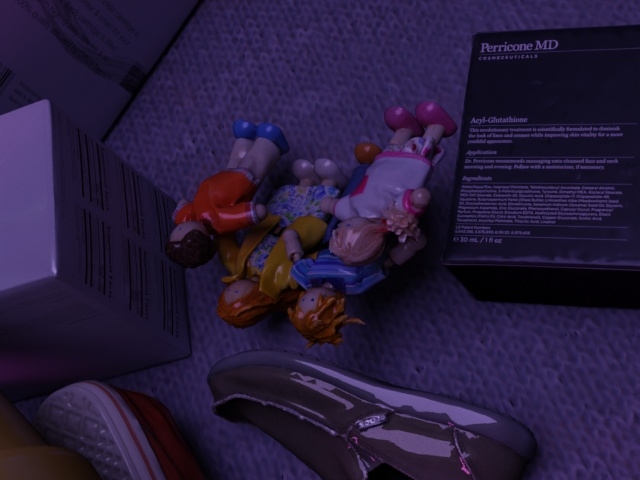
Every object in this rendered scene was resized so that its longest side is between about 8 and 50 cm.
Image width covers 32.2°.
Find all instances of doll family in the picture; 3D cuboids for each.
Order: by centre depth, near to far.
[{"bbox_3d":[0.000,0.000,0.832,0.263,0.118,0.163,-2,49,43],"label":"doll family"}]

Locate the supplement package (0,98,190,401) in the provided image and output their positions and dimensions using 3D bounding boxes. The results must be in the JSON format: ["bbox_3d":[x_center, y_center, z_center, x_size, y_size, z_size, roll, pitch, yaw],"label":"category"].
[{"bbox_3d":[-0.238,0.020,0.888,0.194,0.203,0.149,-16,64,16],"label":"supplement package"}]

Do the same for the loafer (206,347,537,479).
[{"bbox_3d":[0.023,0.142,0.790,0.251,0.094,0.087,10,70,26],"label":"loafer"}]

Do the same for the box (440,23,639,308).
[{"bbox_3d":[0.232,-0.050,0.775,0.261,0.103,0.184,2,73,24],"label":"box"}]

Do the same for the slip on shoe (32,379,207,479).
[{"bbox_3d":[-0.098,0.249,0.797,0.123,0.101,0.331,-36,72,24],"label":"slip on shoe"}]

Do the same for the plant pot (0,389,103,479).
[{"bbox_3d":[-0.275,0.174,0.702,0.254,0.254,0.239,-39,65,4],"label":"plant pot"}]

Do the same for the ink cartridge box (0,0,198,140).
[{"bbox_3d":[-0.266,-0.189,0.971,0.129,0.223,0.307,31,84,31],"label":"ink cartridge box"}]
